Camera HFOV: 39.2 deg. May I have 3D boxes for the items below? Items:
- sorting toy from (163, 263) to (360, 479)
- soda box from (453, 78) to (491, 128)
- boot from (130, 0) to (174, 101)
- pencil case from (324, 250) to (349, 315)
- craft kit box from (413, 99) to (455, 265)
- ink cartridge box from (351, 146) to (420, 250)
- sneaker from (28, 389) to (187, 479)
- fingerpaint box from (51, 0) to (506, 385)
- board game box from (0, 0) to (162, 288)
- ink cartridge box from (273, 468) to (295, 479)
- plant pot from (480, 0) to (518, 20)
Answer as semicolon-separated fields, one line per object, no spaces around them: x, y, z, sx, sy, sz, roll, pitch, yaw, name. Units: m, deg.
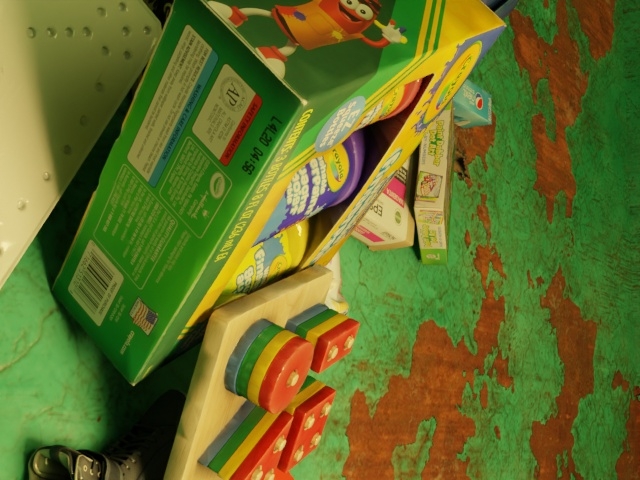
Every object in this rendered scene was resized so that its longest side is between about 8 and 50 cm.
-0.057;0.184;1.065;0.255;0.089;0.257;-22;133;-61;sorting toy
0.279;-0.292;1.853;0.210;0.071;0.067;16;73;-53;soda box
-0.094;-0.261;1.119;0.138;0.284;0.377;4;81;-55;boot
-0.030;-0.014;1.324;0.124;0.113;0.273;-144;-134;-88;pencil case
0.213;-0.113;1.657;0.250;0.061;0.247;69;29;-64;craft kit box
0.075;-0.110;1.518;0.234;0.088;0.193;29;60;-51;ink cartridge box
-0.232;0.241;1.021;0.163;0.086;0.226;54;45;-40;sneaker
-0.050;-0.086;0.991;0.163;0.445;0.371;46;41;12;fingerpaint box
-0.372;-0.196;0.860;0.390;0.050;0.390;48;59;-41;board game box
-0.083;0.418;1.203;0.239;0.060;0.275;-49;125;-33;ink cartridge box
0.247;-0.502;1.708;0.236;0.236;0.212;-45;127;-49;plant pot
